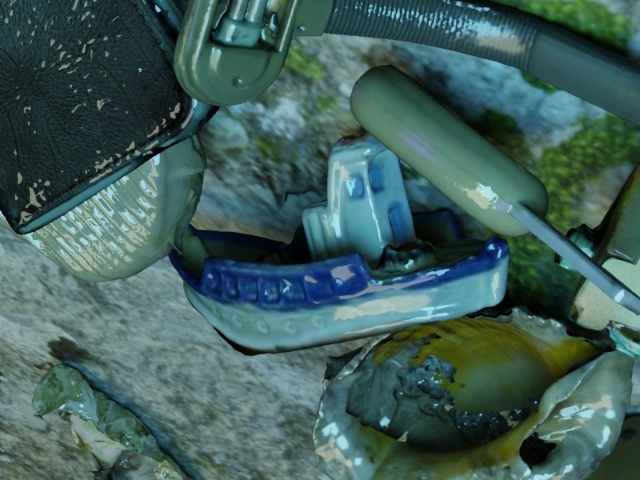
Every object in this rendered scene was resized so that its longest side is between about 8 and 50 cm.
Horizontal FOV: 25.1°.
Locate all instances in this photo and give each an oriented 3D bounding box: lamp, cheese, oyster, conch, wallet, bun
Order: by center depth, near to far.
[{"bbox_3d":[0.093,-0.125,0.648,0.283,0.124,0.203,21,127,15],"label":"lamp"},{"bbox_3d":[0.093,-0.023,0.728,0.097,0.037,0.192,27,-167,-50],"label":"cheese"},{"bbox_3d":[-0.187,-0.166,0.739,0.172,0.045,0.318,-27,102,35],"label":"wallet"},{"bbox_3d":[-0.137,-0.066,0.863,0.166,0.113,0.173,4,118,23],"label":"bun"},{"bbox_3d":[0.095,0.120,0.915,0.178,0.163,0.245,29,132,-21],"label":"conch"},{"bbox_3d":[-0.177,0.181,1.310,0.106,0.061,0.200,-3,142,13],"label":"oyster"}]

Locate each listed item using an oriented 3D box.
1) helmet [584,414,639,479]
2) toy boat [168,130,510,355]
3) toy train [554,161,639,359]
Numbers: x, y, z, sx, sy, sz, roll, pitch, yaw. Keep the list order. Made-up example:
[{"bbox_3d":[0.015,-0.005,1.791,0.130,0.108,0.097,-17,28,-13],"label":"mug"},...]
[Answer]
[{"bbox_3d":[0.215,0.227,1.004,0.198,0.130,0.224,37,148,-8],"label":"helmet"},{"bbox_3d":[0.000,0.000,0.874,0.262,0.114,0.115,-13,96,43],"label":"toy boat"},{"bbox_3d":[0.218,0.027,0.751,0.188,0.099,0.072,26,145,4],"label":"toy train"}]
